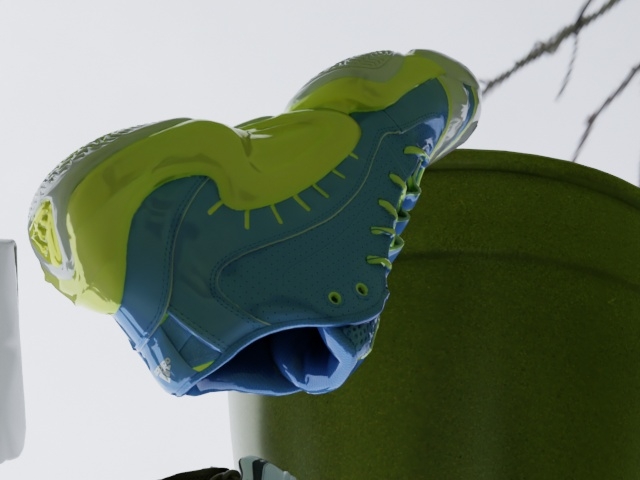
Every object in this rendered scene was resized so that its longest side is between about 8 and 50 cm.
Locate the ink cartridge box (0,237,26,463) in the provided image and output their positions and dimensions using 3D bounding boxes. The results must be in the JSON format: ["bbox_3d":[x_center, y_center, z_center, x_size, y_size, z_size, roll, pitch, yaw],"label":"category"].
[{"bbox_3d":[-0.430,0.082,0.873,0.395,0.285,0.166,-2,-90,8],"label":"ink cartridge box"}]

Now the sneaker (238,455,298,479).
[{"bbox_3d":[-0.044,0.131,0.572,0.037,0.032,0.083,36,-104,5],"label":"sneaker"}]

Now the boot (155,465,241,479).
[{"bbox_3d":[-0.070,0.252,0.807,0.263,0.091,0.229,0,-110,15],"label":"boot"}]

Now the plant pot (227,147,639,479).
[{"bbox_3d":[0.094,0.184,0.913,0.367,0.366,0.353,11,-123,-13],"label":"plant pot"}]

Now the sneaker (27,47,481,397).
[{"bbox_3d":[0.000,0.000,0.561,0.240,0.091,0.126,-22,-108,-36],"label":"sneaker"}]
